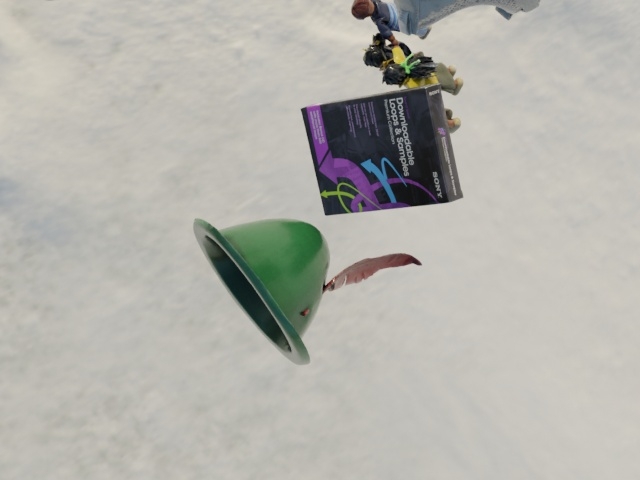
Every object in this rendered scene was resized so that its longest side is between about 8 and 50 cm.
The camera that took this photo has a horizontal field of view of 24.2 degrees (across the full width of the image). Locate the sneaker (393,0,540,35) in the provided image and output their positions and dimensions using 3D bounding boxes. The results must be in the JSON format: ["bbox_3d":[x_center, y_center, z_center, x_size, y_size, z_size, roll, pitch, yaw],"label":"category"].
[{"bbox_3d":[0.169,-0.246,1.254,0.105,0.281,0.115,46,143,50],"label":"sneaker"}]

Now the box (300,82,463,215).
[{"bbox_3d":[0.059,-0.088,1.478,0.162,0.029,0.116,-6,101,40],"label":"box"}]

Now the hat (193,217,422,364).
[{"bbox_3d":[0.000,0.000,1.418,0.183,0.208,0.173,-37,92,-11],"label":"hat"}]

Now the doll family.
[{"bbox_3d":[0.091,-0.201,1.661,0.076,0.111,0.193,-53,52,35],"label":"doll family"}]
